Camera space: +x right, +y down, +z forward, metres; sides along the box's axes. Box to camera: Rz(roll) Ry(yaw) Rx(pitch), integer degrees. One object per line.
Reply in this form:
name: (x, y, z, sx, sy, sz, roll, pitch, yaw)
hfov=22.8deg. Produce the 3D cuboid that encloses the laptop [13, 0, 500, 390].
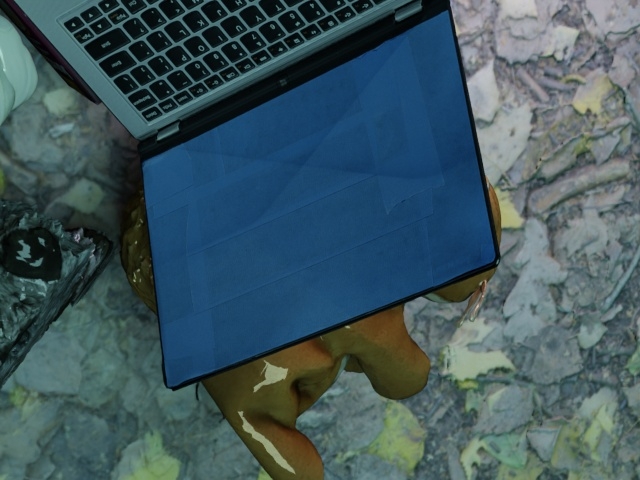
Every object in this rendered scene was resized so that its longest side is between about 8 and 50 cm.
laptop: (-0.089, -0.132, 1.401, 0.408, 0.382, 0.236, 50, 36, -25)

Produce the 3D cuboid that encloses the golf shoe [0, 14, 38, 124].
golf shoe: (-0.385, -0.213, 1.489, 0.306, 0.115, 0.140, 56, 45, -33)

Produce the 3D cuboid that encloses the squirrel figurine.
squirrel figurine: (0.000, 0.000, 1.699, 0.370, 0.281, 0.397, -36, 109, 0)

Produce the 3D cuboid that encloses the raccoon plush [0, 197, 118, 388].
raccoon plush: (-0.390, 0.005, 1.517, 0.299, 0.446, 0.216, 35, 89, -1)

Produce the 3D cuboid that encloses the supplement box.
supplement box: (-0.269, -0.238, 1.605, 0.081, 0.104, 0.188, -44, 119, -8)
